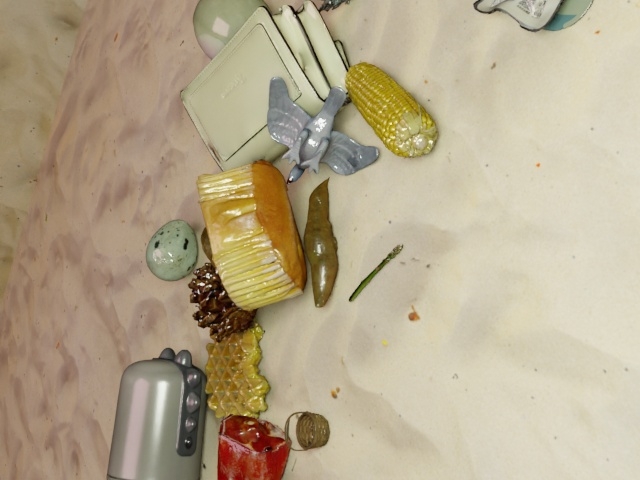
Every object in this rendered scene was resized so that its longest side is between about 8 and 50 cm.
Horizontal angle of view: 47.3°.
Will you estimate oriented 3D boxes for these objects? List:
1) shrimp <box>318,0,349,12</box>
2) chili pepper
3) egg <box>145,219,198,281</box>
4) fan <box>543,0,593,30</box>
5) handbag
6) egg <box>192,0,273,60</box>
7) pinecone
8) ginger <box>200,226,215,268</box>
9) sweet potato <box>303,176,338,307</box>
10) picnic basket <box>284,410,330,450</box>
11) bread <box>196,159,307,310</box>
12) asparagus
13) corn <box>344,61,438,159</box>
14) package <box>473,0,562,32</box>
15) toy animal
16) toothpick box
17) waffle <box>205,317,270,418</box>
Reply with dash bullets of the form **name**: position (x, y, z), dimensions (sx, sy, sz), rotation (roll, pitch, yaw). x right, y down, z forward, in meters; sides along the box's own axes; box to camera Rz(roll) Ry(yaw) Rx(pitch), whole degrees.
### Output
- **shrimp**: position (0.044, -0.507, 1.432), dimensions (0.079, 0.090, 0.233), rotation (48, 114, 8)
- **chili pepper**: position (-0.141, 0.487, 1.461), dimensions (0.136, 0.144, 0.252), rotation (-119, 35, -79)
- **egg**: position (-0.373, 0.022, 1.841), dimensions (0.131, 0.131, 0.164), rotation (-20, 59, 50)
- **fan**: position (0.370, -0.361, 1.034), dimensions (0.175, 0.005, 0.113), rotation (-4, 79, 53)
- **handbag**: position (-0.108, -0.300, 1.519), dimensions (0.358, 0.160, 0.236), rotation (-30, 83, 47)
- **egg**: position (-0.193, -0.480, 1.665), dimensions (0.183, 0.183, 0.217), rotation (-63, 33, 23)
- **pinecone**: position (-0.198, 0.117, 1.508), dimensions (0.174, 0.174, 0.173), rotation (-16, 70, 51)
- **ginger**: position (-0.179, 0.018, 1.605), dimensions (0.263, 0.116, 0.109), rotation (13, 123, 49)
- **sweet potato**: position (0.000, 0.000, 1.406), dimensions (0.067, 0.067, 0.273), rotation (-27, 57, 48)
- **picnic basket**: position (-0.032, 0.351, 1.348), dimensions (0.072, 0.083, 0.072), rotation (-14, 72, 51)
- **bread**: position (-0.117, -0.021, 1.392), dimensions (0.156, 0.204, 0.288), rotation (-20, 60, 8)
- **asparagus**: position (0.096, 0.058, 1.302), dimensions (0.166, 0.016, 0.013), rotation (-51, 4, 35)
- **corn**: position (0.117, -0.232, 1.276), dimensions (0.091, 0.091, 0.260), rotation (-45, 42, 15)
- **package**: position (0.329, -0.420, 1.074), dimensions (0.166, 0.040, 0.232), rotation (36, 101, 49)
- **toy animal**: position (-0.017, -0.191, 1.368), dimensions (0.255, 0.239, 0.176), rotation (-54, 7, 28)
- **toothpick box**: position (-0.360, 0.405, 1.677), dimensions (0.229, 0.229, 0.316), rotation (-8, 73, 52)
- **waffle**: position (-0.182, 0.267, 1.594), dimensions (0.249, 0.056, 0.253), rotation (3, 84, 53)
